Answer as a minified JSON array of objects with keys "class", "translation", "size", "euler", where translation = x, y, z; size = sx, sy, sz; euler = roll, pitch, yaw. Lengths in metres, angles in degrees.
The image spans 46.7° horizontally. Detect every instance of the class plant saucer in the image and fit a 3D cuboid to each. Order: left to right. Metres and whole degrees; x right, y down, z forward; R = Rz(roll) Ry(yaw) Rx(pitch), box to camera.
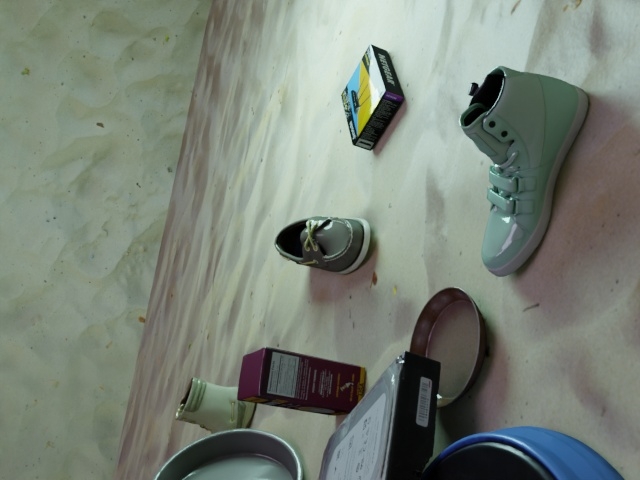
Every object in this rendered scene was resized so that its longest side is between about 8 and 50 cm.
[{"class":"plant saucer","translation":[0.177,0.148,1.021],"size":[0.168,0.029,0.168],"euler":[-47,35,48]}]

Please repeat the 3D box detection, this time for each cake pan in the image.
[{"class":"cake pan","translation":[-0.172,0.465,1.365],"size":[0.293,0.293,0.054],"euler":[-124,20,-62]}]

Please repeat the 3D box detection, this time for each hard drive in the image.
[{"class":"hard drive","translation":[0.061,0.329,1.013],"size":[0.339,0.064,0.237],"euler":[116,170,-51]}]

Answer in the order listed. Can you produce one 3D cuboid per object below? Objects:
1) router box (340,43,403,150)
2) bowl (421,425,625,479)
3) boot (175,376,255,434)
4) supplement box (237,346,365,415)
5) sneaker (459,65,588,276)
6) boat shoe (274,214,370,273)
[{"class":"router box","translation":[0.098,-0.284,1.463],"size":[0.133,0.046,0.179],"euler":[-58,28,35]},{"class":"bowl","translation":[0.191,0.390,0.772],"size":[0.391,0.077,0.391],"euler":[-46,36,49]},{"class":"boot","translation":[-0.250,0.421,1.674],"size":[0.077,0.165,0.213],"euler":[22,95,69]},{"class":"supplement box","translation":[-0.032,0.240,1.246],"size":[0.104,0.188,0.081],"euler":[-31,49,59]},{"class":"sneaker","translation":[0.216,-0.088,0.920],"size":[0.094,0.151,0.256],"euler":[37,111,65]},{"class":"boat shoe","translation":[-0.001,0.005,1.452],"size":[0.305,0.091,0.109],"euler":[-8,69,66]}]
